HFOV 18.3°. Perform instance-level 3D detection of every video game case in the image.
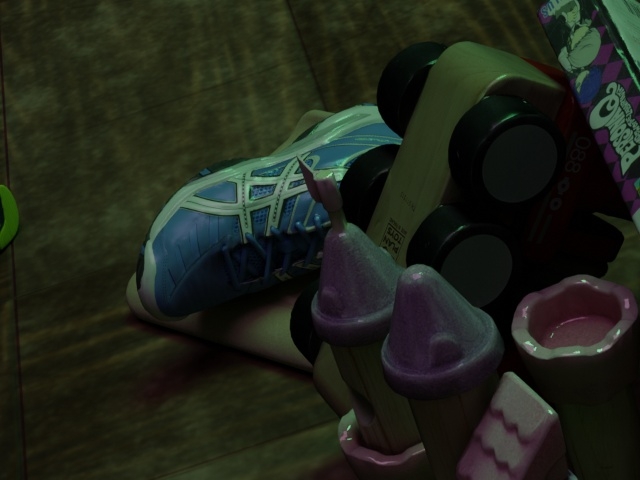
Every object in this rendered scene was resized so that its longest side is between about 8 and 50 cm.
[{"bbox_3d":[0.230,-0.021,1.031,0.042,0.232,0.210,-45,40,26],"label":"video game case"}]

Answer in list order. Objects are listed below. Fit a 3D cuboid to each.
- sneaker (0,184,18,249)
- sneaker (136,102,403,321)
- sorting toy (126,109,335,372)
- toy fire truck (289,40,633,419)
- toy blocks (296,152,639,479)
[{"bbox_3d":[-0.278,0.009,1.427,0.059,0.053,0.144,5,31,32],"label":"sneaker"},{"bbox_3d":[-0.021,-0.015,1.246,0.211,0.080,0.081,-33,34,-13],"label":"sneaker"},{"bbox_3d":[0.000,0.000,1.318,0.193,0.038,0.208,14,49,41],"label":"sorting toy"},{"bbox_3d":[0.127,0.012,1.127,0.246,0.217,0.158,12,17,-29],"label":"toy fire truck"},{"bbox_3d":[0.068,0.128,0.881,0.309,0.260,0.288,-28,34,-14],"label":"toy blocks"}]
